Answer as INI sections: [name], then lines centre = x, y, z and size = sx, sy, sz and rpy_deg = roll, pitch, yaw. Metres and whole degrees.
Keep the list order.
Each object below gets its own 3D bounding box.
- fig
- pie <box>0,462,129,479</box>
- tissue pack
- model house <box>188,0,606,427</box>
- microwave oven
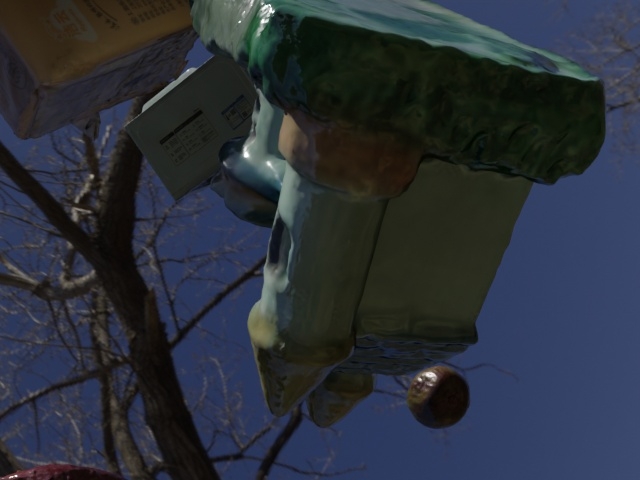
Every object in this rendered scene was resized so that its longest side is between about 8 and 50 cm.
[fig]
centre = 0.202, 0.279, 1.354
size = 0.103, 0.155, 0.109
rpy_deg = 36, -104, -15
[pie]
centre = -0.260, 0.296, 0.734
size = 0.204, 0.054, 0.218
rpy_deg = -31, -49, 11
[tissue pack]
centre = -0.306, -0.262, 0.780
size = 0.238, 0.238, 0.305
rpy_deg = -37, -91, -30
[model house]
centre = 0.000, 0.000, 0.513
size = 0.194, 0.267, 0.325
rpy_deg = 3, -65, -22
[microwave oven]
centre = -0.163, -0.180, 1.151
size = 0.162, 0.208, 0.122
rpy_deg = 57, -162, -2
